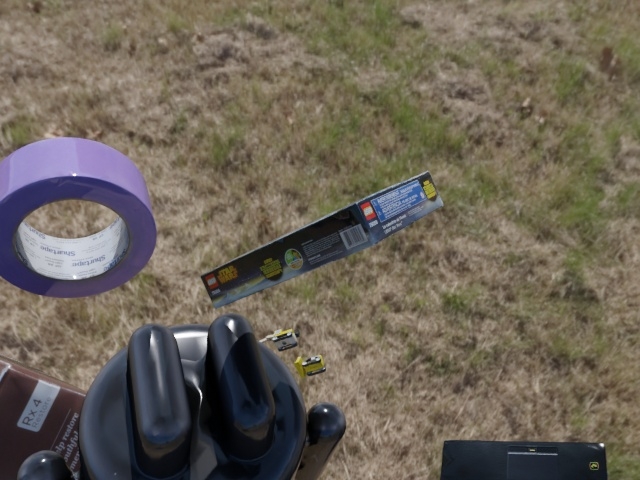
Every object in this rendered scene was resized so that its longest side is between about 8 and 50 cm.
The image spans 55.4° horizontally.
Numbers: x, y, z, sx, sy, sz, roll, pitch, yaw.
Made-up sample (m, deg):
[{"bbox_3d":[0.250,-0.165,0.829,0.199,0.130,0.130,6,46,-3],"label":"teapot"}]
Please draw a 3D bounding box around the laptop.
[{"bbox_3d":[0.235,0.360,0.776,0.234,0.136,0.264,-9,47,30],"label":"laptop"}]

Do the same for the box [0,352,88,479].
[{"bbox_3d":[-0.406,0.215,0.683,0.381,0.143,0.191,3,64,46],"label":"box"}]

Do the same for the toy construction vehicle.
[{"bbox_3d":[-0.051,0.179,0.955,0.098,0.085,0.035,-21,22,14],"label":"toy construction vehicle"}]

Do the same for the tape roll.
[{"bbox_3d":[-0.298,-0.023,0.732,0.189,0.189,0.080,-15,47,-12],"label":"tape roll"}]

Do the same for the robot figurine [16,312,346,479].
[{"bbox_3d":[-0.104,0.185,0.502,0.209,0.278,0.173,22,43,8],"label":"robot figurine"}]

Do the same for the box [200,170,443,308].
[{"bbox_3d":[0.000,0.000,0.394,0.094,0.137,0.027,-25,91,-53],"label":"box"}]
